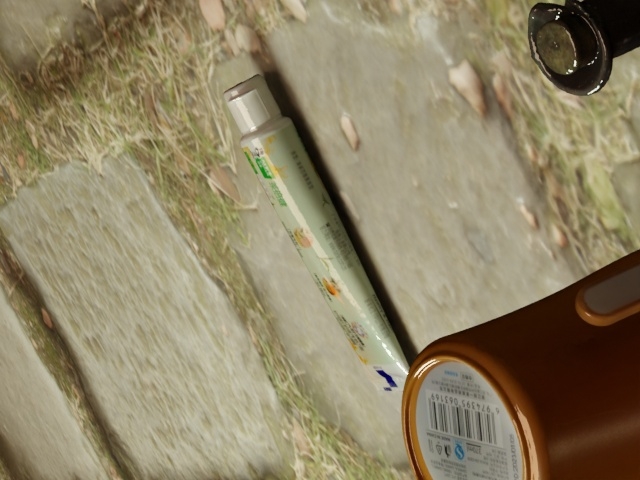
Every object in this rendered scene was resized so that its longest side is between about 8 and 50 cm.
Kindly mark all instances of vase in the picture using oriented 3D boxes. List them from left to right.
[{"bbox_3d":[0.192,-0.137,0.882,0.120,0.183,0.120,37,142,37],"label":"vase"}]

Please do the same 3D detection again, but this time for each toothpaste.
[{"bbox_3d":[0.000,0.000,1.431,0.056,0.058,0.314,-24,100,17],"label":"toothpaste"}]

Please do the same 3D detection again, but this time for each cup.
[{"bbox_3d":[0.196,0.082,1.004,0.182,0.264,0.226,52,139,32],"label":"cup"}]
